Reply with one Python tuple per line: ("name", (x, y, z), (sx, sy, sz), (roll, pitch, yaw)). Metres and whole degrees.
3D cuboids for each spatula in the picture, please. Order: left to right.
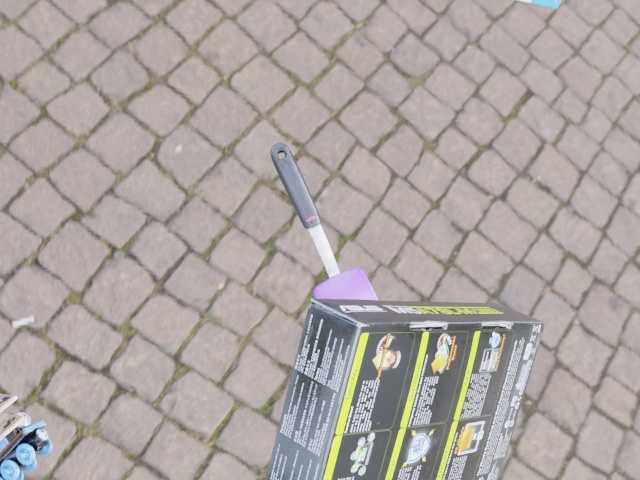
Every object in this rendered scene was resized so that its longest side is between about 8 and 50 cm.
("spatula", (0.000, 0.000, 1.242), (0.084, 0.030, 0.297), (-24, 97, -4))

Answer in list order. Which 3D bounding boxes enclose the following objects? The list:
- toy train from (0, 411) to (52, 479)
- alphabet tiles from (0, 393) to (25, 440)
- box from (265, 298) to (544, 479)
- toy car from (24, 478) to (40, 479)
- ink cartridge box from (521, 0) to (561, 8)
("toy train", (-0.598, 0.408, 1.699), (0.105, 0.184, 0.080), (47, 18, 8))
("alphabet tiles", (-0.532, 0.285, 1.274), (0.198, 0.237, 0.009), (-44, 118, -42))
("box", (0.046, 0.130, 0.521), (0.184, 0.045, 0.191), (5, 103, -44))
("toy car", (-0.260, 0.295, 0.814), (0.159, 0.182, 0.136), (-10, 54, 15))
("ink cartridge box", (0.140, -0.279, 0.823), (0.181, 0.062, 0.104), (2, 38, -29))
